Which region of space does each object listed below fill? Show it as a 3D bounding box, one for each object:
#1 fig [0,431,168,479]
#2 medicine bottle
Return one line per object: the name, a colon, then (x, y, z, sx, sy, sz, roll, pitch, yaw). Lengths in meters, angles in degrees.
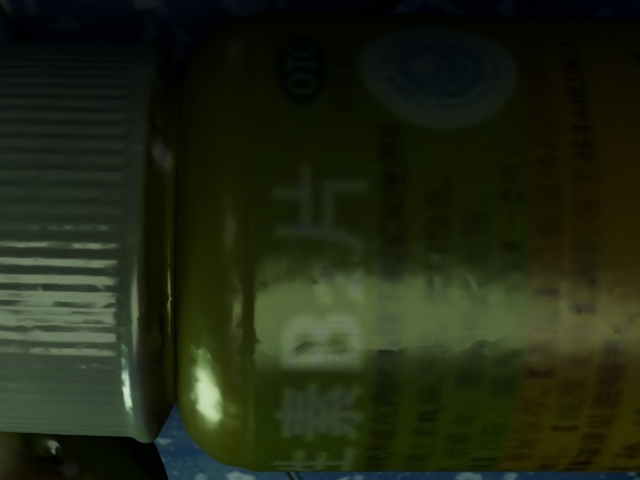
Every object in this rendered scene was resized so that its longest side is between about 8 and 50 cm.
fig: (-0.213, 0.109, 0.777, 0.206, 0.206, 0.275, -33, 94, 21)
medicine bottle: (0.000, 0.000, 0.653, 0.384, 0.224, 0.224, 1, 128, -2)
